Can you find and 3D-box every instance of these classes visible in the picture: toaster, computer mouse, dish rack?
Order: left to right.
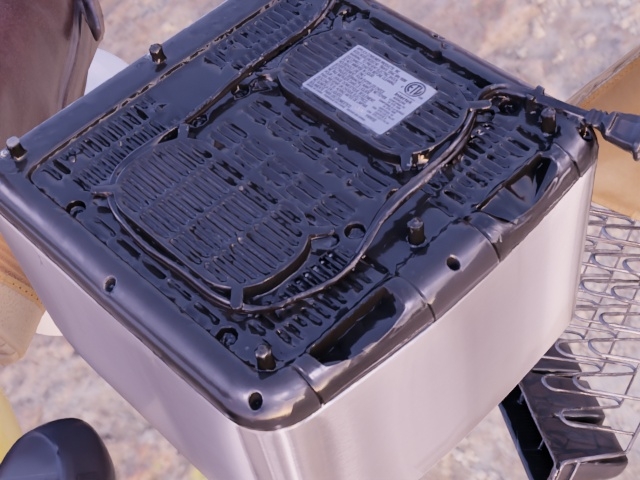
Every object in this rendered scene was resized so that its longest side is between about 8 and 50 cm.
[{"bbox_3d":[-0.110,0.182,0.418,0.071,0.041,0.242,-13,59,46],"label":"computer mouse"},{"bbox_3d":[0.000,0.000,0.431,0.168,0.110,0.186,-40,55,-22],"label":"toaster"},{"bbox_3d":[0.197,0.020,0.833,0.208,0.074,0.271,-107,27,-53],"label":"dish rack"}]

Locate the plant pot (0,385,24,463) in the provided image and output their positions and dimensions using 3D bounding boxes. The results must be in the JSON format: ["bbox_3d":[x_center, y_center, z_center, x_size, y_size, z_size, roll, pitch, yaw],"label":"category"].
[{"bbox_3d":[-0.332,0.098,0.720,0.254,0.254,0.238,-22,89,21],"label":"plant pot"}]

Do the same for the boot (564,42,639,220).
[{"bbox_3d":[0.266,-0.080,0.530,0.269,0.236,0.089,125,163,-59],"label":"boot"}]

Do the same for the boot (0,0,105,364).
[{"bbox_3d":[-0.165,-0.079,0.518,0.090,0.248,0.206,2,63,8],"label":"boot"}]

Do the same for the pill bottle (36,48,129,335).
[{"bbox_3d":[-0.179,-0.028,0.801,0.108,0.193,0.108,7,42,-6],"label":"pill bottle"}]
